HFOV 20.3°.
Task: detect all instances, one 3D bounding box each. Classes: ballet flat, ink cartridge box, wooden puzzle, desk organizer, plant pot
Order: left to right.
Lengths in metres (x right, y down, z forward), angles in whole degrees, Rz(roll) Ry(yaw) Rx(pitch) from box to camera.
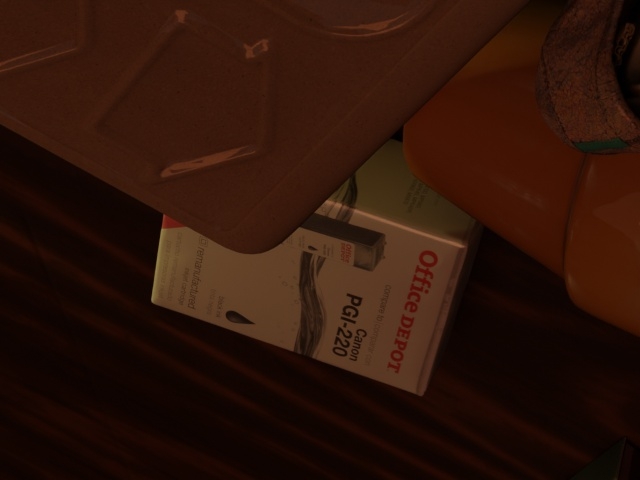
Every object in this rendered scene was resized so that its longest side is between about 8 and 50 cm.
[{"bbox_3d":[-0.077,-0.163,1.010,0.348,0.080,0.322,26,132,-25],"label":"wooden puzzle"},{"bbox_3d":[0.000,0.000,1.282,0.218,0.092,0.158,17,132,6],"label":"ink cartridge box"},{"bbox_3d":[0.163,-0.067,1.108,0.188,0.205,0.205,24,134,24],"label":"plant pot"},{"bbox_3d":[0.214,0.214,1.400,0.050,0.047,0.130,34,132,-10],"label":"desk organizer"},{"bbox_3d":[0.218,-0.184,0.934,0.108,0.106,0.316,21,95,-20],"label":"ballet flat"}]
